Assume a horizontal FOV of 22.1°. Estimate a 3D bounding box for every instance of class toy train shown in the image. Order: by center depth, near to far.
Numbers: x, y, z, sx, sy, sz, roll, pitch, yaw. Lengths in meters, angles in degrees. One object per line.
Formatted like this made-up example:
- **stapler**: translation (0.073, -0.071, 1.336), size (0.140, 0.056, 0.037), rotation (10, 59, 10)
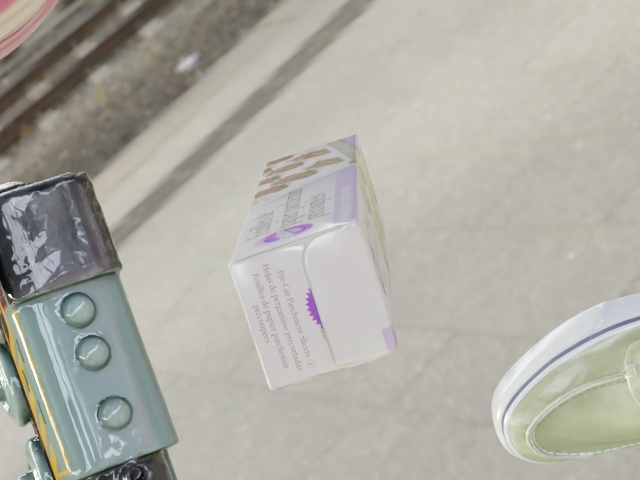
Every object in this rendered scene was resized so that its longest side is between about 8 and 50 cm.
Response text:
- **toy train**: translation (-0.208, 0.098, 1.378), size (0.142, 0.334, 0.190), rotation (-17, -6, -19)

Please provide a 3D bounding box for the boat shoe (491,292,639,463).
- **boat shoe**: translation (0.262, 0.089, 1.141), size (0.302, 0.109, 0.094), rotation (-24, 29, 13)

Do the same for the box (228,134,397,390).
- **box**: translation (0.000, 0.000, 0.877), size (0.063, 0.067, 0.324), rotation (-18, 9, 4)

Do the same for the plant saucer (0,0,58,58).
- **plant saucer**: translation (-0.306, -0.268, 1.251), size (0.332, 0.332, 0.084), rotation (-44, 42, -17)
